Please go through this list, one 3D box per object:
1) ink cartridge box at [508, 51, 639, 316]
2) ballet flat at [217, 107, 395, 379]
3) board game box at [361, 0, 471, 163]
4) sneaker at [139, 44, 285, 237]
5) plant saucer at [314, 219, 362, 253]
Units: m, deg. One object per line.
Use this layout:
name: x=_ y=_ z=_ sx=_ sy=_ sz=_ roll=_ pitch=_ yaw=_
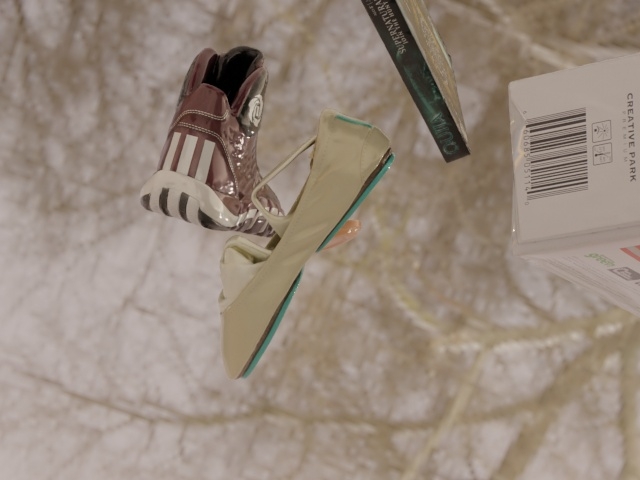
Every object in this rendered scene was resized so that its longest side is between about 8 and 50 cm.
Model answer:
ink cartridge box: x=0.323 y=-0.032 z=1.204 sx=0.271 sy=0.130 sz=0.309 roll=-10 pitch=160 yaw=32
ballet flat: x=-0.034 y=-0.001 z=1.406 sx=0.086 sy=0.248 sz=0.086 roll=31 pitch=-165 yaw=-9
board game box: x=0.070 y=-0.167 z=1.368 sx=0.126 sy=0.026 sz=0.186 roll=-96 pitch=-19 yaw=-47
sneaker: x=-0.074 y=-0.093 z=1.564 sx=0.106 sy=0.163 sz=0.281 roll=16 pitch=-177 yaw=7
plant saucer: x=0.000 y=0.000 z=1.633 sx=0.083 sy=0.083 sz=0.013 roll=-5 pitch=-106 yaw=-54
